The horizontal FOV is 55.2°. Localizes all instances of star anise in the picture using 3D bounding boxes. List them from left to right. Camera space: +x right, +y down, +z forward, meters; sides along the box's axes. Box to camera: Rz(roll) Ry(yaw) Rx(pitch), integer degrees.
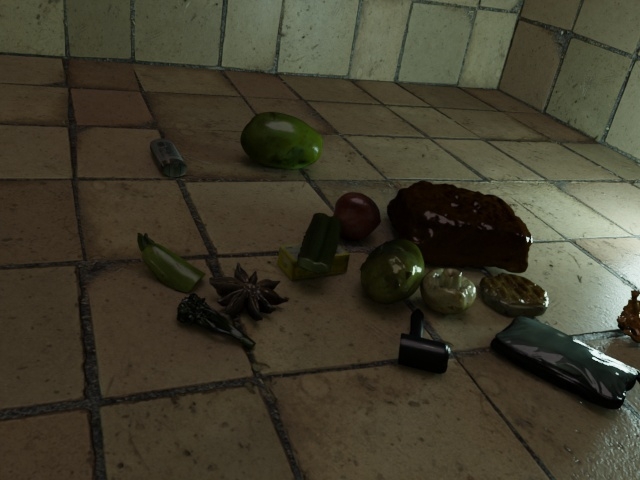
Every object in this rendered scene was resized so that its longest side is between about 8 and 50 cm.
[{"bbox_3d":[-0.179,0.133,1.471,0.195,0.065,0.182,23,31,1],"label":"star anise"}]

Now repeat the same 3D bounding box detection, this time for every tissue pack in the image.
[{"bbox_3d":[-0.019,0.052,1.679,0.175,0.062,0.095,-8,31,-29],"label":"tissue pack"}]

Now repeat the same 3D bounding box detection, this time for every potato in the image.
[{"bbox_3d":[-0.143,-0.369,2.271,0.304,0.216,0.216,8,28,1],"label":"potato"},{"bbox_3d":[0.187,0.075,1.607,0.169,0.144,0.248,1,23,18],"label":"potato"}]

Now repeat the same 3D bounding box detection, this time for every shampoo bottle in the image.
[{"bbox_3d":[-0.535,-0.292,2.144,0.086,0.056,0.227,-5,32,-26],"label":"shampoo bottle"}]

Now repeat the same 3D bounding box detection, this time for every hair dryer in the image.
[{"bbox_3d":[0.245,0.229,1.459,0.114,0.071,0.248,13,19,6],"label":"hair dryer"}]

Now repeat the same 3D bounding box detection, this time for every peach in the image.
[{"bbox_3d":[0.113,-0.068,1.880,0.152,0.152,0.152,8,28,-4],"label":"peach"}]

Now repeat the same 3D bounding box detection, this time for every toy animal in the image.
[{"bbox_3d":[0.874,0.249,1.611,0.116,0.114,0.255,44,9,-40],"label":"toy animal"}]

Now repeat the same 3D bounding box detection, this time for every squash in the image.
[{"bbox_3d":[-0.390,0.057,1.531,0.200,0.075,0.090,37,51,3],"label":"squash"}]

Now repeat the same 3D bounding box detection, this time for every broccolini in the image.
[{"bbox_3d":[-0.229,0.177,1.372,0.202,0.068,0.091,19,10,13],"label":"broccolini"}]

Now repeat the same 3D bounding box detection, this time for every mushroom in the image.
[{"bbox_3d":[0.334,0.131,1.602,0.147,0.112,0.148,0,27,0],"label":"mushroom"}]

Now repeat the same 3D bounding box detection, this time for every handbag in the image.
[{"bbox_3d":[0.584,0.283,1.456,0.332,0.075,0.191,25,28,32],"label":"handbag"}]

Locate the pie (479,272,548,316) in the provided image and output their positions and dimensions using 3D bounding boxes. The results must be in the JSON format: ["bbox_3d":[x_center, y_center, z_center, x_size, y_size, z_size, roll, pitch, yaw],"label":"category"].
[{"bbox_3d":[0.537,0.148,1.711,0.195,0.046,0.195,9,30,-5],"label":"pie"}]

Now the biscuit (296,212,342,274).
[{"bbox_3d":[0.000,0.000,1.678,0.099,0.038,0.322,14,26,2],"label":"biscuit"}]

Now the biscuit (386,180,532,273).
[{"bbox_3d":[0.434,-0.053,1.923,0.394,0.166,0.343,6,30,-11],"label":"biscuit"}]
